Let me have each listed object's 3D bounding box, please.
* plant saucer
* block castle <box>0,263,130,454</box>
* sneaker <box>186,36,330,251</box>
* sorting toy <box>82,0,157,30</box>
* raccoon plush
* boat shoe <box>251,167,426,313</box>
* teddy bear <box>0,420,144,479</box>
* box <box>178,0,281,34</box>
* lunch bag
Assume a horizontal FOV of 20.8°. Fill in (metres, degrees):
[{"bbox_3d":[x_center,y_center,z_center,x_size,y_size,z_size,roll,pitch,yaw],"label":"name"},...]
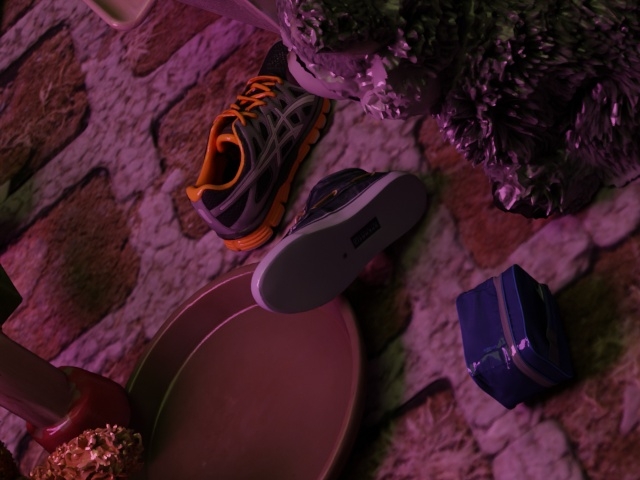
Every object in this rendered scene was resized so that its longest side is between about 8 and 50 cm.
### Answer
[{"bbox_3d":[-0.066,0.148,1.460,0.278,0.041,0.278,-22,51,30],"label":"plant saucer"},{"bbox_3d":[-0.385,0.131,1.642,0.303,0.213,0.453,-48,43,4],"label":"block castle"},{"bbox_3d":[-0.057,-0.100,1.583,0.084,0.083,0.215,-5,60,43],"label":"sneaker"},{"bbox_3d":[-0.168,-0.314,1.643,0.208,0.038,0.193,-52,41,4],"label":"sorting toy"},{"bbox_3d":[0.172,-0.223,1.289,0.446,0.299,0.216,-40,43,15],"label":"raccoon plush"},{"bbox_3d":[0.000,0.000,1.444,0.183,0.065,0.083,-34,25,-29],"label":"boat shoe"},{"bbox_3d":[-0.208,0.265,1.350,0.245,0.338,0.113,-37,0,13],"label":"teddy bear"},{"bbox_3d":[-0.126,-0.313,1.741,0.311,0.148,0.121,26,82,47],"label":"box"},{"bbox_3d":[0.147,0.067,1.295,0.065,0.067,0.098,-29,46,25],"label":"lunch bag"}]
